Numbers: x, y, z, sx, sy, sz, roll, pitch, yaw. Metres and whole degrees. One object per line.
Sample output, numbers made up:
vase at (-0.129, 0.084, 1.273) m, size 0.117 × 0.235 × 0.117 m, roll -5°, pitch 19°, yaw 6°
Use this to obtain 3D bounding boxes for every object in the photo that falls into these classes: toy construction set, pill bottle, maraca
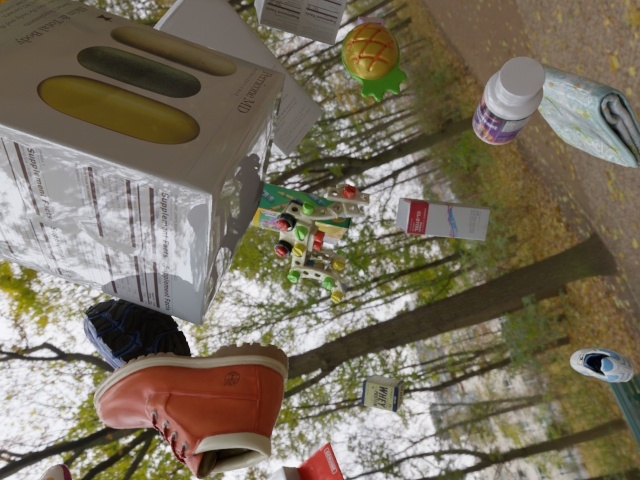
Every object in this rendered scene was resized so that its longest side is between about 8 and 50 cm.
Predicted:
toy construction set at (0.000, 0.000, 1.103) m, size 0.151 × 0.214 × 0.328 m, roll -55°, pitch -16°, yaw -53°
pill bottle at (0.377, -0.277, 0.877) m, size 0.193 × 0.108 × 0.108 m, roll 51°, pitch -159°, yaw -76°
maraca at (0.118, -0.398, 0.969) m, size 0.099 × 0.127 × 0.186 m, roll 29°, pitch -140°, yaw -78°

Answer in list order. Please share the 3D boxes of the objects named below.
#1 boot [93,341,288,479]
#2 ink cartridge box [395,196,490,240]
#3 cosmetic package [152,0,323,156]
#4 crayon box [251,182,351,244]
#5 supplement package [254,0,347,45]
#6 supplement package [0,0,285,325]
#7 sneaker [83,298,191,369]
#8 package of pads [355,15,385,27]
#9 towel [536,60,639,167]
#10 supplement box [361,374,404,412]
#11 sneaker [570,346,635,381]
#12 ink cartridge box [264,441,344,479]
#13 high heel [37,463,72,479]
boot at (-0.103, 0.129, 0.318) m, size 0.085 × 0.157 × 0.059 m, roll -90°, pitch -16°, yaw -46°
ink cartridge box at (0.268, -0.050, 0.976) m, size 0.127 × 0.174 × 0.073 m, roll -92°, pitch 8°, yaw -82°
cosmetic package at (-0.201, -0.386, 1.033) m, size 0.385 × 0.156 × 0.217 m, roll 40°, pitch 174°, yaw -31°
crayon box at (-0.060, -0.075, 1.300) m, size 0.165 × 0.278 × 0.081 m, roll 123°, pitch 160°, yaw -69°
supplement package at (-0.059, -0.649, 1.165) m, size 0.203 × 0.145 × 0.262 m, roll 8°, pitch -145°, yaw -18°
supplement package at (-0.201, -0.082, 0.441) m, size 0.198 × 0.262 × 0.199 m, roll 111°, pitch 177°, yaw -48°
sneaker at (-0.172, 0.153, 0.467) m, size 0.221 × 0.087 × 0.083 m, roll 45°, pitch -154°, yaw 0°
package of pads at (0.135, -0.595, 1.220) m, size 0.083 × 0.050 × 0.032 m, roll -13°, pitch -123°, yaw -30°
towel at (0.780, -0.373, 1.307) m, size 0.374 × 0.090 × 0.321 m, roll 29°, pitch -164°, yaw -36°
supplement box at (0.149, 0.360, 1.032) m, size 0.083 × 0.083 × 0.056 m, roll 14°, pitch -99°, yaw -68°
sneaker at (0.726, 0.321, 1.162) m, size 0.237 × 0.086 × 0.085 m, roll 72°, pitch -142°, yaw -79°
ink cartridge box at (-0.030, 0.635, 0.968) m, size 0.060 × 0.239 × 0.275 m, roll 31°, pitch -160°, yaw -42°
high heel at (-0.368, 0.450, 0.621) m, size 0.117 × 0.082 × 0.244 m, roll 51°, pitch -149°, yaw -64°
